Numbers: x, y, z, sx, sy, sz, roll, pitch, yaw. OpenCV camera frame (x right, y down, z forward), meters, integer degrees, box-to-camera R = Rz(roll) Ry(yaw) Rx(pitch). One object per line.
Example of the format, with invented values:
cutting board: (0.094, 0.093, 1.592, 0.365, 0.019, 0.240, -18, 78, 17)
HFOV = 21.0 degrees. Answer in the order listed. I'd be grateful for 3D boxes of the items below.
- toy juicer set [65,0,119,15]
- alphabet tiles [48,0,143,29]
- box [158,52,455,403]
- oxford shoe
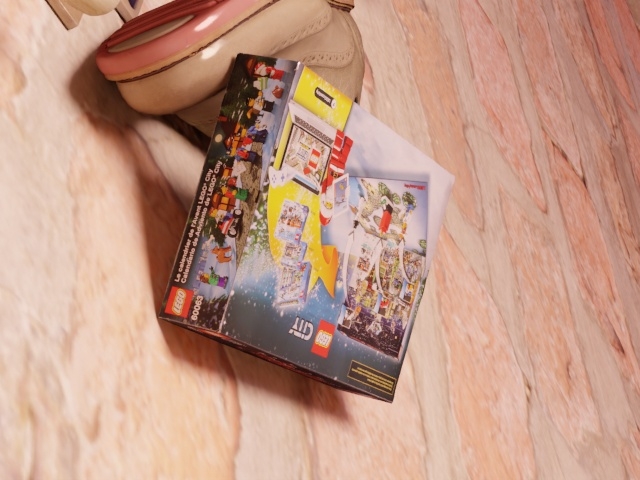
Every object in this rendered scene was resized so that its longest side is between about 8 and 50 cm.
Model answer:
toy juicer set: (-0.190, -0.222, 0.908, 0.209, 0.089, 0.329, 53, 16, -59)
alphabet tiles: (-0.167, -0.230, 1.085, 0.198, 0.009, 0.237, 55, 21, -26)
box: (0.000, 0.000, 1.054, 0.233, 0.044, 0.159, 30, 75, -59)
oxford shoe: (-0.033, -0.104, 1.114, 0.348, 0.123, 0.130, -31, 104, -68)
